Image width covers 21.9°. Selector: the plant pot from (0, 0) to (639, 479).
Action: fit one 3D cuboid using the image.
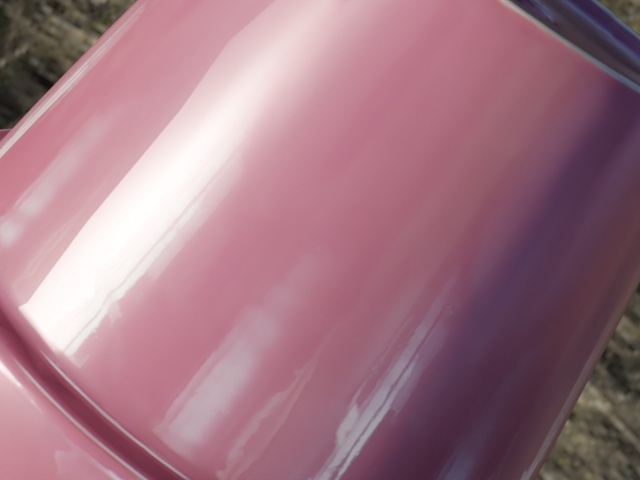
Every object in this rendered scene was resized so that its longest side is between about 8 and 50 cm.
[{"bbox_3d":[0.000,0.000,0.447,0.201,0.180,0.201,32,19,-12],"label":"plant pot"}]
